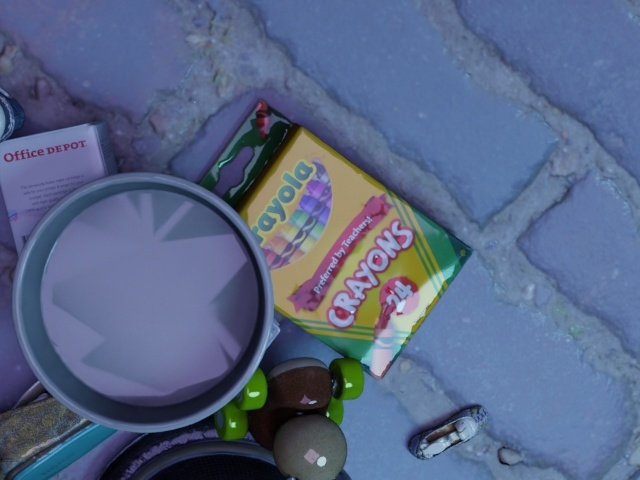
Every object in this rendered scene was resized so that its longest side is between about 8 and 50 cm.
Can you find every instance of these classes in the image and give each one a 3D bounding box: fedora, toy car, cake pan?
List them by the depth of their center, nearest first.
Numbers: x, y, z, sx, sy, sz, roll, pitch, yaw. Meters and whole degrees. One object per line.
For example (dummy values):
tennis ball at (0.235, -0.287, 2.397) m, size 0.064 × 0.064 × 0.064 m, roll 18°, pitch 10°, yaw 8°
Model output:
cake pan at (-0.197, 0.068, 1.438) m, size 0.293 × 0.054 × 0.293 m, roll 0°, pitch 95°, yaw 1°
toy car at (-0.020, 0.246, 1.496) m, size 0.155 × 0.149 × 0.188 m, roll -3°, pitch 56°, yaw -24°
fedora at (-0.123, 0.370, 1.559) m, size 0.334 × 0.152 × 0.333 m, roll -1°, pitch 98°, yaw -9°

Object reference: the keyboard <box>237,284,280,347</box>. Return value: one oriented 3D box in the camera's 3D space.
keyboard at (-0.150, 0.037, 1.506) m, size 0.256 × 0.014 × 0.072 m, roll 46°, pitch 119°, yaw 13°

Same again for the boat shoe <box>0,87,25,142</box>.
boat shoe at (-0.458, -0.178, 1.454) m, size 0.255 × 0.079 × 0.095 m, roll 18°, pitch 107°, yaw 10°

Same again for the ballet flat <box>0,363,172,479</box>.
ballet flat at (-0.247, 0.175, 1.539) m, size 0.349 × 0.123 × 0.123 m, roll -28°, pitch 102°, yaw -6°

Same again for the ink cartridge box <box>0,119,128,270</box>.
ink cartridge box at (-0.297, -0.045, 1.497) m, size 0.128 × 0.072 × 0.175 m, roll -11°, pitch 100°, yaw 6°

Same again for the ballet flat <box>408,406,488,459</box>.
ballet flat at (0.170, 0.253, 1.645) m, size 0.114 × 0.041 × 0.041 m, roll -26°, pitch 102°, yaw -5°

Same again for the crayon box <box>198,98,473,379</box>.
crayon box at (0.000, 0.000, 1.559) m, size 0.319 × 0.081 × 0.202 m, roll 34°, pitch 92°, yaw -12°
